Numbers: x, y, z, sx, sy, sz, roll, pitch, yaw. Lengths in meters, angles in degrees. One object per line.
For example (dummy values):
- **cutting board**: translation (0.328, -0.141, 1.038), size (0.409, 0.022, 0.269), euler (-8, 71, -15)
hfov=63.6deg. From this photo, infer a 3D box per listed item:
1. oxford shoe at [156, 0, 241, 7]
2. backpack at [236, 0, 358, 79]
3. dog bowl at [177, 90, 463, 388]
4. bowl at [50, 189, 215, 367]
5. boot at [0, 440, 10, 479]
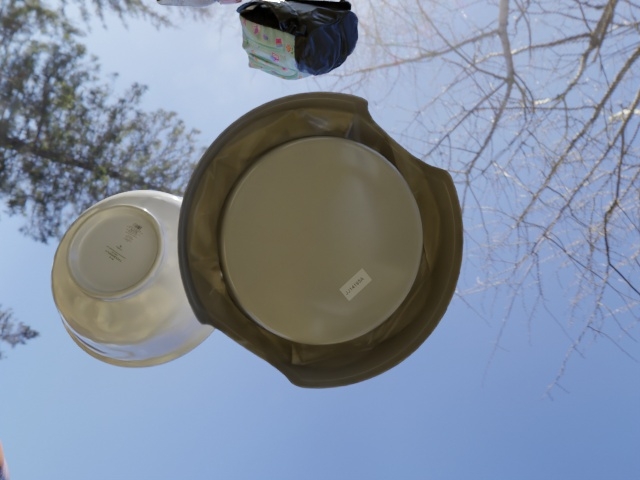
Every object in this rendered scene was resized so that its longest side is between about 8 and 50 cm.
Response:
- **oxford shoe**: translation (-0.196, -0.418, 0.621), size (0.146, 0.397, 0.140), euler (-15, -107, -2)
- **backpack**: translation (-0.049, -0.324, 0.817), size (0.182, 0.152, 0.115), euler (25, -48, 30)
- **dog bowl**: translation (0.000, 0.000, 0.645), size (0.102, 0.348, 0.349), euler (-163, -89, -75)
- **bowl**: translation (-0.285, 0.037, 0.784), size (0.298, 0.134, 0.298), euler (-1, -111, 3)
- **boot**: translation (-0.591, 0.270, 0.818), size (0.283, 0.109, 0.220), euler (50, -35, 29)
